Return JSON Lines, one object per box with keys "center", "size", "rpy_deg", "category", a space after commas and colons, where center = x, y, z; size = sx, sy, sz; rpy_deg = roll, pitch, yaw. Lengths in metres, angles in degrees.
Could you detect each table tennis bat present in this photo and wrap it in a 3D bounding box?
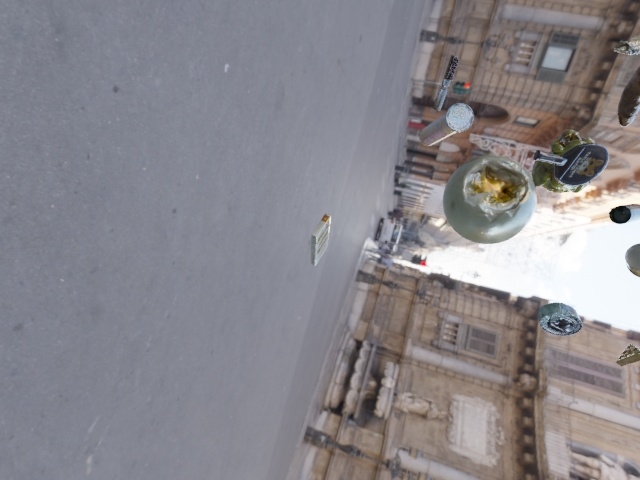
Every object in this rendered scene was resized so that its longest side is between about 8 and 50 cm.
{"center": [0.757, -0.237, 1.226], "size": [0.027, 0.236, 0.150], "rpy_deg": [-92, -164, -47], "category": "table tennis bat"}

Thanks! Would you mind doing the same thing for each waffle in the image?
{"center": [1.213, 0.417, 1.532], "size": [0.125, 0.032, 0.191], "rpy_deg": [-39, 157, -15], "category": "waffle"}

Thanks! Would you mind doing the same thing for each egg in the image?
{"center": [0.541, -0.124, 1.314], "size": [0.336, 0.278, 0.278], "rpy_deg": [39, 66, -73], "category": "egg"}

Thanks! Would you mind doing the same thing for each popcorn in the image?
{"center": [1.077, -0.335, 1.769], "size": [0.276, 0.225, 0.277], "rpy_deg": [179, -90, -67], "category": "popcorn"}

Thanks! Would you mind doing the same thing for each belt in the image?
{"center": [1.084, 0.358, 1.835], "size": [0.078, 0.198, 0.151], "rpy_deg": [-76, -166, -48], "category": "belt"}

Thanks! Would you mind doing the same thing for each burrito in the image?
{"center": [1.111, -0.673, 1.358], "size": [0.087, 0.225, 0.060], "rpy_deg": [-105, 178, -71], "category": "burrito"}

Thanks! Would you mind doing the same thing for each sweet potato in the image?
{"center": [1.107, -0.519, 1.398], "size": [0.292, 0.097, 0.097], "rpy_deg": [67, 39, -60], "category": "sweet potato"}

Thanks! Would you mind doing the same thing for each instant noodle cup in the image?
{"center": [1.336, 0.078, 1.658], "size": [0.122, 0.151, 0.152], "rpy_deg": [13, 93, -42], "category": "instant noodle cup"}

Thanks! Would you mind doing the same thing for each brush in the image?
{"center": [0.580, -0.723, 1.856], "size": [0.036, 0.043, 0.248], "rpy_deg": [-119, -133, -74], "category": "brush"}

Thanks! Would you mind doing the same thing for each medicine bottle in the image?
{"center": [0.532, -0.487, 1.752], "size": [0.426, 0.108, 0.108], "rpy_deg": [-95, -161, -86], "category": "medicine bottle"}

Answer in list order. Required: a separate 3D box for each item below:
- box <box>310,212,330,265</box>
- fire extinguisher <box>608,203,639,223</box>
{"center": [-0.001, 0.000, 1.647], "size": [0.122, 0.032, 0.220], "rpy_deg": [-57, 164, -31], "category": "box"}
{"center": [1.515, -0.137, 1.974], "size": [0.294, 0.118, 0.093], "rpy_deg": [-8, 105, -37], "category": "fire extinguisher"}
